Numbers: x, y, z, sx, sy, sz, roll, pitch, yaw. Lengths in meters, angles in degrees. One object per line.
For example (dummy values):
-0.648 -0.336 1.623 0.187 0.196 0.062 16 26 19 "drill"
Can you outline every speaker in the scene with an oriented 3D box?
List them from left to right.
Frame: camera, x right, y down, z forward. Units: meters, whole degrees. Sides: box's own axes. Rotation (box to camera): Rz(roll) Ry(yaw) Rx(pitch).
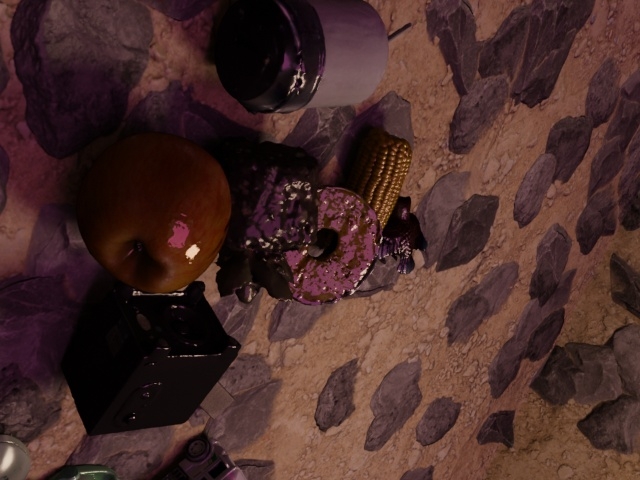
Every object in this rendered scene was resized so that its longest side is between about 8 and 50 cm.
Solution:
-0.317 0.222 1.507 0.232 0.184 0.254 6 130 -49 "speaker"

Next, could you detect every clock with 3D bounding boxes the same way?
-0.529 0.550 1.653 0.210 0.066 0.159 24 97 -51 "clock"

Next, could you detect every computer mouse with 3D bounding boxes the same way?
-0.658 0.469 1.432 0.288 0.097 0.160 -41 142 -20 "computer mouse"

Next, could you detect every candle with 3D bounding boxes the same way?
-0.011 -0.347 1.462 0.342 0.221 0.222 -12 124 -45 "candle"

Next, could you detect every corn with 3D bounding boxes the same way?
0.106 -0.088 1.844 0.131 0.131 0.345 4 115 -48 "corn"

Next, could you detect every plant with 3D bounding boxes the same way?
-0.123 -0.032 1.550 0.215 0.213 0.313 -1 115 -26 "plant"

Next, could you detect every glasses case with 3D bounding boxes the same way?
-0.269 0.328 1.793 0.071 0.047 0.205 -42 140 -11 "glasses case"

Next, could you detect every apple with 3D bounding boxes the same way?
-0.281 -0.040 1.342 0.264 0.264 0.265 -27 133 -33 "apple"

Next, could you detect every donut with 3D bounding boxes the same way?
0.000 0.000 1.743 0.271 0.107 0.272 -5 109 -15 "donut"

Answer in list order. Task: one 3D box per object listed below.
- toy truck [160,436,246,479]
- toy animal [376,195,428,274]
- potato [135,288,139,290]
-0.333 0.636 1.841 0.363 0.178 0.177 -41 139 -24 "toy truck"
0.209 -0.018 2.011 0.218 0.116 0.180 -8 122 -37 "toy animal"
-0.351 0.095 1.537 0.083 0.062 0.068 -11 109 -17 "potato"
